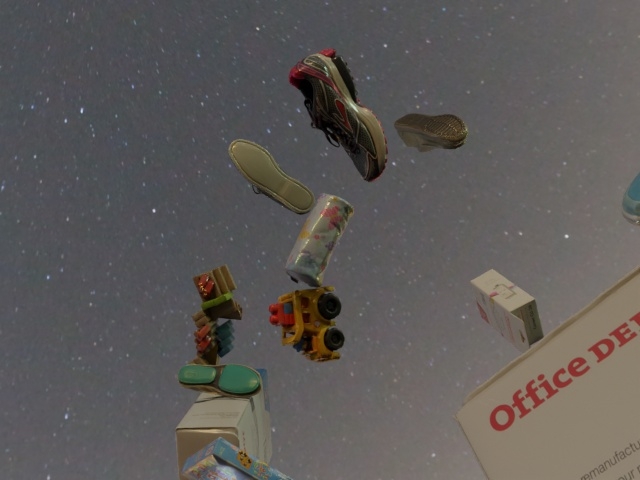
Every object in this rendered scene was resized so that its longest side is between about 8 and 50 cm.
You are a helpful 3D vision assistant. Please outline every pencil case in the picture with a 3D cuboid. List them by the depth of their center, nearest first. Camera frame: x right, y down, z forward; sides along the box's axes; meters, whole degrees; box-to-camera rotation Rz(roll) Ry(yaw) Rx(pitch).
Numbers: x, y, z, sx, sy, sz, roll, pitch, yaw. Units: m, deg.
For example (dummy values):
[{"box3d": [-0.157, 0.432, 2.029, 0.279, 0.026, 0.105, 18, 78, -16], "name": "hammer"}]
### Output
[{"box3d": [0.000, 0.000, 1.633, 0.124, 0.113, 0.273, 28, -104, -17], "name": "pencil case"}]

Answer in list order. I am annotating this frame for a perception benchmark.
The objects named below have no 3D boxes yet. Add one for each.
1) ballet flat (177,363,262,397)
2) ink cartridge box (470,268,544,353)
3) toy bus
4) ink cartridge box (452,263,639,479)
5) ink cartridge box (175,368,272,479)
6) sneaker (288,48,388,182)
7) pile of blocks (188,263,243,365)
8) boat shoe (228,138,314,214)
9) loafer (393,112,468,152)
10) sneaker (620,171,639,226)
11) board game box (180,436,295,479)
[{"box3d": [-0.167, 0.242, 0.965, 0.168, 0.057, 0.052, 4, -33, 23], "name": "ballet flat"}, {"box3d": [0.422, 0.160, 1.239, 0.067, 0.198, 0.115, -27, -63, -6], "name": "ink cartridge box"}, {"box3d": [-0.054, 0.246, 1.615, 0.211, 0.149, 0.221, 2, -106, -33], "name": "toy bus"}, {"box3d": [0.259, 0.183, 0.338, 0.223, 0.308, 0.129, -43, -53, 16], "name": "ink cartridge box"}, {"box3d": [-0.251, 0.558, 1.543, 0.166, 0.395, 0.286, -2, -83, 5], "name": "ink cartridge box"}, {"box3d": [0.038, -0.254, 1.198, 0.112, 0.121, 0.299, -29, -92, -24], "name": "sneaker"}, {"box3d": [-0.322, 0.258, 1.703, 0.148, 0.112, 0.363, 2, -86, 6], "name": "pile of blocks"}, {"box3d": [-0.126, -0.156, 1.411, 0.254, 0.079, 0.095, 34, -105, -9], "name": "boat shoe"}, {"box3d": [0.315, -0.294, 1.566, 0.101, 0.268, 0.092, -36, -58, -13], "name": "loafer"}, {"box3d": [0.527, -0.182, 0.789, 0.319, 0.127, 0.208, -44, -62, 2], "name": "sneaker"}, {"box3d": [-0.140, 0.457, 1.058, 0.211, 0.039, 0.160, 35, -46, -11], "name": "board game box"}]
